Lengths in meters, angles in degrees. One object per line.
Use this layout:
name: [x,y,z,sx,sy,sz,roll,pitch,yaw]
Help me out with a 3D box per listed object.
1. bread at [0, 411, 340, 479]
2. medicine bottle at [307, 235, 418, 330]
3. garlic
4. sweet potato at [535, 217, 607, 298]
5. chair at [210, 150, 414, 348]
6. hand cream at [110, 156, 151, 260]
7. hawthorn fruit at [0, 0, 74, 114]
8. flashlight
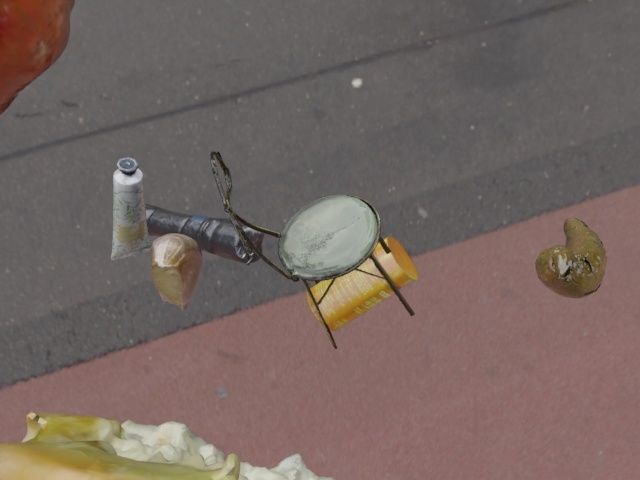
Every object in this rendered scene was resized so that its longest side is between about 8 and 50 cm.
bread: [-0.051,0.231,0.418,0.316,0.211,0.270,26,63,-16]
medicine bottle: [0.075,0.081,1.519,0.192,0.096,0.096,-34,60,20]
garlic: [-0.255,0.046,1.450,0.087,0.195,0.101,10,62,0]
sweet potato: [0.463,0.044,1.508,0.310,0.098,0.124,-30,97,-58]
chair: [0.000,0.000,1.107,0.170,0.325,0.159,-23,47,8]
hand cream: [-0.290,-0.042,1.256,0.067,0.194,0.042,-21,52,-27]
hawthorn fruit: [-0.307,-0.208,0.589,0.224,0.261,0.224,-9,72,29]
flashlight: [-0.314,-0.023,1.996,0.424,0.103,0.103,12,56,38]
